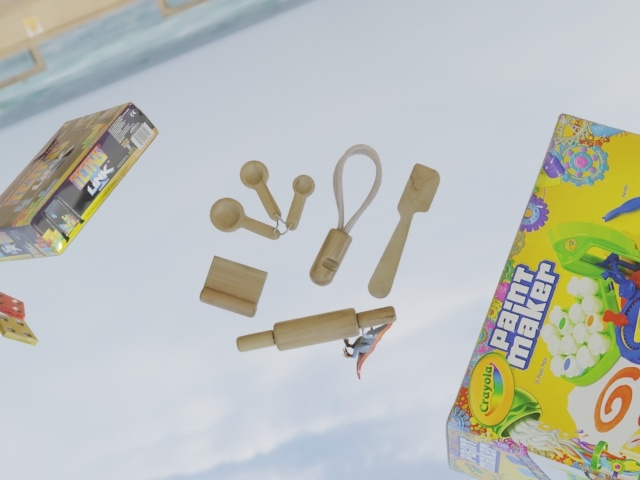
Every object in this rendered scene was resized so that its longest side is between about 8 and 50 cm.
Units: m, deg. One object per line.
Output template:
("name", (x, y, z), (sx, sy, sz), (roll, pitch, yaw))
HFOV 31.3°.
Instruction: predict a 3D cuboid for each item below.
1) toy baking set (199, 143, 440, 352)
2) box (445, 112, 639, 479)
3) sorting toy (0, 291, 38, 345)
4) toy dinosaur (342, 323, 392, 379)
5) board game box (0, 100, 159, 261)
("toy baking set", (0.000, 0.007, 1.145), (0.256, 0.196, 0.030), (-7, 177, 4))
("box", (0.284, 0.089, 0.960), (0.177, 0.279, 0.289), (74, 38, -66))
("sorting toy", (-0.441, 0.032, 1.316), (0.046, 0.275, 0.132), (-56, -158, 9))
("toy dinosaur", (0.069, 0.128, 1.528), (0.082, 0.090, 0.047), (-21, -157, 20))
("board game box", (-0.259, -0.058, 1.150), (0.141, 0.048, 0.170), (-5, -137, 49))
